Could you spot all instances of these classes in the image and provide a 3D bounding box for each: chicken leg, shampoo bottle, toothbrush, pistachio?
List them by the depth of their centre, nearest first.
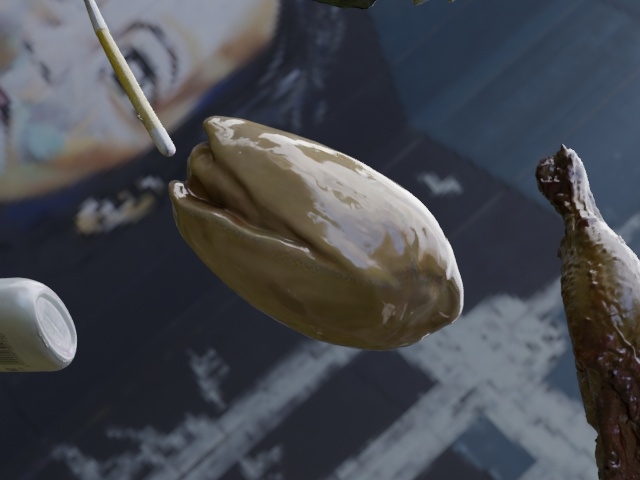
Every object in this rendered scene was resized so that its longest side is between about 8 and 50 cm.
[{"bbox_3d":[-0.299,0.066,1.297,0.221,0.051,0.108,-2,-28,15],"label":"shampoo bottle"},{"bbox_3d":[0.248,0.083,1.505,0.177,0.083,0.322,-109,-173,-74],"label":"chicken leg"},{"bbox_3d":[0.000,0.000,1.580,0.293,0.162,0.181,26,7,-4],"label":"pistachio"},{"bbox_3d":[-0.224,-0.202,1.836,0.021,0.024,0.288,13,44,-60],"label":"toothbrush"}]

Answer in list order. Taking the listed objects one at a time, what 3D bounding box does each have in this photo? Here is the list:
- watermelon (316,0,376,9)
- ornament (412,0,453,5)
[{"bbox_3d":[-0.038,-0.354,1.157,0.250,0.283,0.292,15,36,-29],"label":"watermelon"},{"bbox_3d":[0.125,-0.315,1.782,0.130,0.120,0.285,58,4,-9],"label":"ornament"}]
